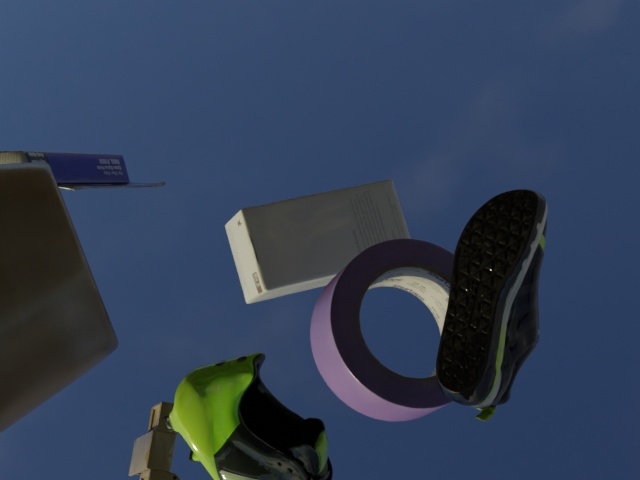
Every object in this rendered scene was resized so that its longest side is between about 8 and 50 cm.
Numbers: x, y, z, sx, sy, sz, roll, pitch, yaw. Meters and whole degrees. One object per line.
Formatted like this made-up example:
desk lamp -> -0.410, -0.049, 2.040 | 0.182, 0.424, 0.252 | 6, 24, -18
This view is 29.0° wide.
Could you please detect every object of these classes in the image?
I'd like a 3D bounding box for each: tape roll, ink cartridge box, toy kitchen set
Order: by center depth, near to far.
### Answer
toy kitchen set -> -0.105, 0.177, 0.965 | 0.068, 0.075, 0.083 | 146, -45, -64
tape roll -> 0.089, 0.098, 1.353 | 0.189, 0.189, 0.080 | -57, -176, -25
ink cartridge box -> -0.331, -0.083, 1.465 | 0.224, 0.223, 0.045 | 1, -87, 19

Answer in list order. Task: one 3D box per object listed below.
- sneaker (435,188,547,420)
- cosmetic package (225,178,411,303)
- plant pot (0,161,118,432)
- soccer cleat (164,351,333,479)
sneaker -> 0.181, 0.064, 1.254 | 0.084, 0.097, 0.234 | 14, -98, 43
cosmetic package -> 0.000, 0.000, 1.652 | 0.231, 0.117, 0.085 | -11, 169, -25
plant pot -> -0.350, 0.060, 1.135 | 0.280, 0.323, 0.323 | -22, -143, -10
soccer cleat -> -0.018, 0.143, 0.709 | 0.072, 0.179, 0.060 | -24, -161, 26
